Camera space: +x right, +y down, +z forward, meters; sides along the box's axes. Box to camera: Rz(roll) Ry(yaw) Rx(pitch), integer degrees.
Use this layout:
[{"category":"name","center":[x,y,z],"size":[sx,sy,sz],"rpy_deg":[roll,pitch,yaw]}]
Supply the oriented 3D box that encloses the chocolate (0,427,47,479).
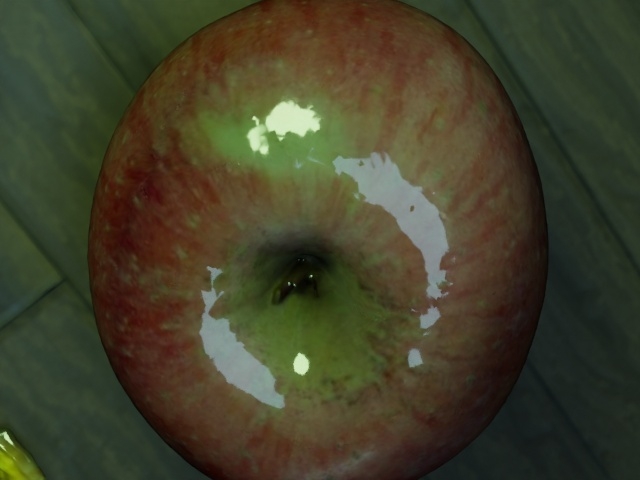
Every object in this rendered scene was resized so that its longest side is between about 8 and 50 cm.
[{"category":"chocolate","center":[-0.373,0.315,1.175],"size":[0.162,0.162,0.445],"rpy_deg":[37,94,-22]}]

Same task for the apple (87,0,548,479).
[{"category":"apple","center":[0.000,0.000,1.150],"size":[0.344,0.269,0.345],"rpy_deg":[1,105,4]}]
